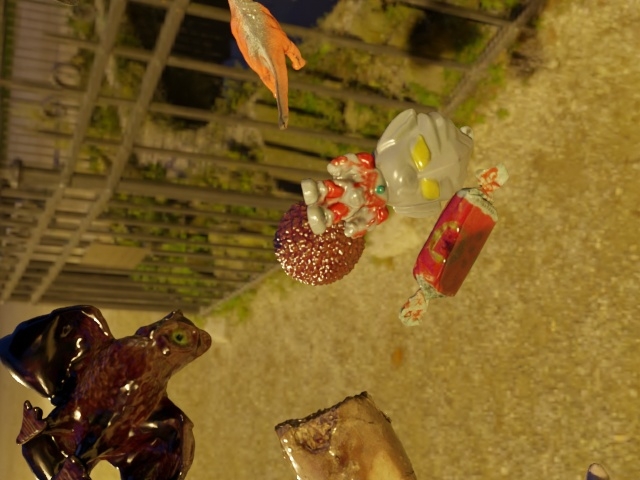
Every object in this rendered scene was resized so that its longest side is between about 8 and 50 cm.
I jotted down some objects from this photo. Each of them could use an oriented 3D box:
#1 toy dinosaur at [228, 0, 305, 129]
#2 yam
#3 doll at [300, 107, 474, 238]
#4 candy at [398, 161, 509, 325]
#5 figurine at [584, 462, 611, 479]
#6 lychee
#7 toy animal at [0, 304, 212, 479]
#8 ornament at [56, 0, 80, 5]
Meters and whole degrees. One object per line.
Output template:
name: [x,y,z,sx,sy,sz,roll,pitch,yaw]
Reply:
toy dinosaur: [-0.066,-0.223,0.958,0.101,0.055,0.279,56,-174,-50]
yam: [0.054,0.287,1.018,0.238,0.128,0.129,59,145,5]
doll: [0.062,-0.055,0.740,0.079,0.180,0.094,13,124,61]
candy: [0.206,0.006,1.377,0.059,0.086,0.292,30,91,51]
figurine: [0.163,0.252,0.526,0.247,0.177,0.173,-70,-30,-59]
lychee: [0.001,-0.003,1.197,0.129,0.123,0.123,114,151,-47]
toy animal: [-0.182,0.138,0.796,0.218,0.179,0.116,43,152,17]
ornament: [-0.381,-0.396,1.087,0.080,0.202,0.236,-52,45,21]
